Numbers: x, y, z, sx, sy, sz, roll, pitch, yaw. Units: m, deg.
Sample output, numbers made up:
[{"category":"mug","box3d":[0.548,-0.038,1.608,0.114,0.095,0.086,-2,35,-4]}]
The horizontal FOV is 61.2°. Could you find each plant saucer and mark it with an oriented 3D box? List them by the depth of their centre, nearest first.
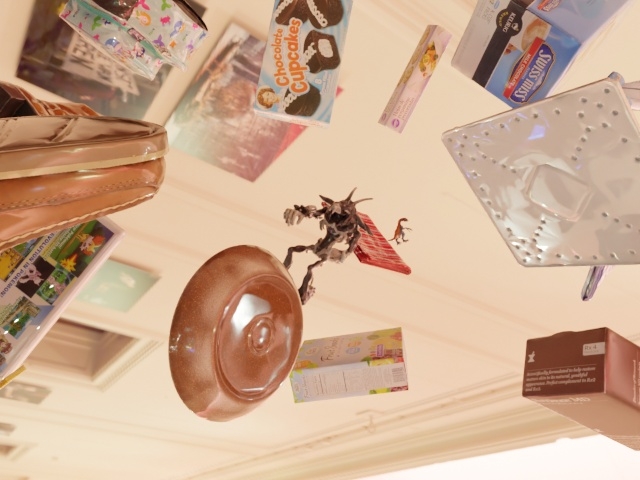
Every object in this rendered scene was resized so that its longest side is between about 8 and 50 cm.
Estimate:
[{"category":"plant saucer","box3d":[-0.076,0.104,0.598,0.036,0.199,0.198,3,-108,37]}]

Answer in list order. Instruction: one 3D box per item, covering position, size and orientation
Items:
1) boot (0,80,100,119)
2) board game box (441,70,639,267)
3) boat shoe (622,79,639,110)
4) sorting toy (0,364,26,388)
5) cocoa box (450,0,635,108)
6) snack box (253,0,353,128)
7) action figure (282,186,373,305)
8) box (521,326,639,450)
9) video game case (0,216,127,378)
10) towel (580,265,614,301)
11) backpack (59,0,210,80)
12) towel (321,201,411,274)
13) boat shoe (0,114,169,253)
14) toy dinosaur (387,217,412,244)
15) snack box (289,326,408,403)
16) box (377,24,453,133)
[{"category":"boot","box3d":[-0.466,-0.176,1.025,0.096,0.264,0.280,-51,173,10]},{"category":"board game box","box3d":[0.485,-0.110,1.086,0.050,0.390,0.390,-46,-161,-26]},{"category":"boat shoe","box3d":[0.765,-0.341,1.213,0.258,0.095,0.084,8,-92,20]},{"category":"sorting toy","box3d":[-0.496,0.233,0.658,0.132,0.046,0.274,-33,-172,30]},{"category":"cocoa box","box3d":[0.502,-0.481,1.175,0.347,0.228,0.231,-43,165,-24]},{"category":"snack box","box3d":[-0.040,-0.446,1.311,0.060,0.187,0.321,125,-25,-86]},{"category":"action figure","box3d":[0.000,0.000,1.145,0.164,0.141,0.275,37,-84,21]},{"category":"box","box3d":[0.625,0.319,1.121,0.191,0.381,0.143,-30,-143,56]},{"category":"video game case","box3d":[-0.563,0.022,0.952,0.329,0.300,0.036,-52,180,-5]},{"category":"towel","box3d":[0.776,-0.011,1.356,0.336,0.243,0.040,-41,-124,-18]},{"category":"backpack","box3d":[-0.354,-0.433,1.061,0.225,0.253,0.191,37,-78,25]},{"category":"towel","box3d":[0.130,-0.012,1.529,0.031,0.199,0.275,-54,-136,22]},{"category":"boat shoe","box3d":[-0.241,-0.006,0.320,0.110,0.307,0.104,-131,-147,-63]},{"category":"toy dinosaur","box3d":[0.224,-0.031,1.503,0.047,0.090,0.082,-28,-122,35]},{"category":"snack box","box3d":[0.058,0.232,1.023,0.174,0.207,0.070,-48,127,-80]},{"category":"box","box3d":[0.281,-0.481,1.619,0.324,0.063,0.067,-62,-156,13]}]
